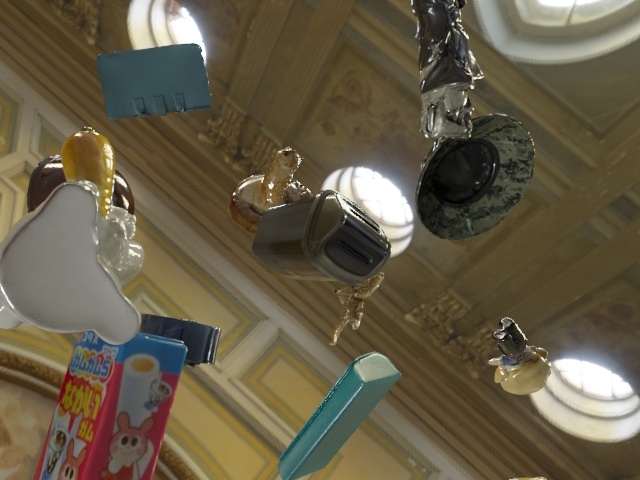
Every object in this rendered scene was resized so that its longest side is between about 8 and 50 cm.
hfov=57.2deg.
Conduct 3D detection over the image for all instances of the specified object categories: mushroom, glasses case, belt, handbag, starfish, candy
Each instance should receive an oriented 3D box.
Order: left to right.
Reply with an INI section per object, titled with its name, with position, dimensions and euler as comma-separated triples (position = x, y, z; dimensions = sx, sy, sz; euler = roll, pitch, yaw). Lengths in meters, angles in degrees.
[candy]
position = -0.293, 0.269, 0.783
dimensions = 0.100, 0.157, 0.305
euler = 26, -109, -39
[handbag]
position = -0.349, -0.333, 1.242
dimensions = 0.221, 0.057, 0.144
euler = -8, -93, -10
[belt]
position = -0.259, 0.180, 1.057
dimensions = 0.142, 0.190, 0.082
euler = 20, -105, -29
[mushroom]
position = -0.156, -0.130, 1.769
dimensions = 0.267, 0.267, 0.254
euler = -38, -65, -40
[glasses case]
position = 0.025, 0.342, 1.133
dimensions = 0.117, 0.301, 0.070
euler = 1, -139, -48
[starfish]
position = 0.095, 0.124, 1.425
dimensions = 0.048, 0.231, 0.294
euler = 24, -97, -15

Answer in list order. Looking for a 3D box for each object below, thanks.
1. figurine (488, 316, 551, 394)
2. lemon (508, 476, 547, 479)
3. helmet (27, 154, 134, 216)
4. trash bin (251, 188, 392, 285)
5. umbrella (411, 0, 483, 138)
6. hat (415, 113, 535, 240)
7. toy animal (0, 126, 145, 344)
[figurine]
position = 0.421, 0.253, 1.273
dimensions = 0.196, 0.108, 0.114
euler = 51, -123, -30
[lemon]
position = 0.377, 0.545, 1.097
dimensions = 0.170, 0.170, 0.207
euler = 35, -113, -1
[helmet]
position = -0.332, -0.047, 0.871
dimensions = 0.106, 0.175, 0.155
euler = -4, -151, 16
[trash bin]
position = 0.000, 0.000, 1.343
dimensions = 0.210, 0.291, 0.182
euler = 33, -115, -37
[umbrella]
position = 0.193, -0.335, 0.919
dimensions = 0.113, 0.106, 0.357
euler = -38, -57, -68
[hat]
position = 0.269, -0.138, 1.131
dimensions = 0.266, 0.265, 0.128
euler = 1, -152, -26
[toy animal]
position = -0.186, 0.001, 0.405
dimensions = 0.127, 0.182, 0.130
euler = -25, -75, -17
